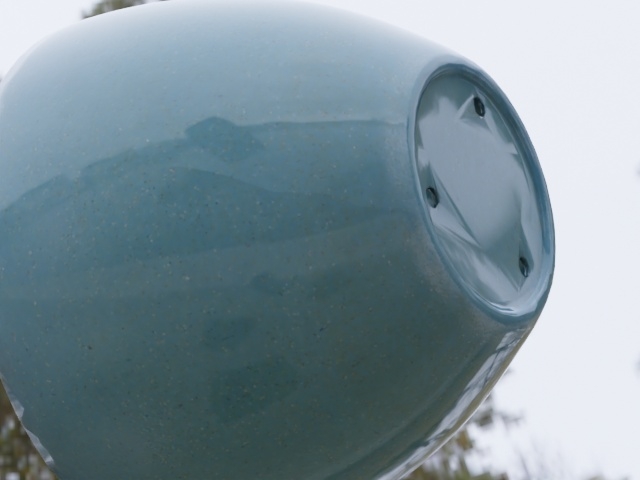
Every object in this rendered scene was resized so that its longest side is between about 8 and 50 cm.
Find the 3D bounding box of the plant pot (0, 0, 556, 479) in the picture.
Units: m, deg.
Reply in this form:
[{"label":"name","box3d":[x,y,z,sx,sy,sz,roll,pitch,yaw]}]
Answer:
[{"label":"plant pot","box3d":[0.000,0.000,0.929,0.195,0.290,0.290,-17,-51,32]}]
